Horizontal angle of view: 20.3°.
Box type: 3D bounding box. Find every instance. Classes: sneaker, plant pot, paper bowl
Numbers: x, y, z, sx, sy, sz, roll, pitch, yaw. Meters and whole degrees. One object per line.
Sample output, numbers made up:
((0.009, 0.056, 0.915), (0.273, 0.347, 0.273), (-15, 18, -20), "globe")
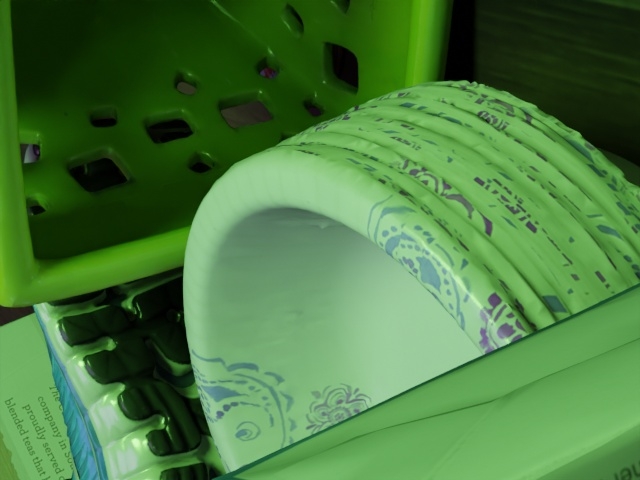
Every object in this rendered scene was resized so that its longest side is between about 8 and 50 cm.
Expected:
((-0.090, 0.085, 0.898), (0.147, 0.129, 0.330), (-35, 65, 59), "sneaker")
((-0.089, -0.137, 0.802), (0.207, 0.228, 0.227), (44, 141, 42), "plant pot")
((0.079, 0.072, 0.730), (0.284, 0.148, 0.284), (42, 146, 37), "paper bowl")

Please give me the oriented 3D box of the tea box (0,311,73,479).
((-0.133, 0.232, 1.310), (0.329, 0.220, 0.323), (62, 157, 15), "tea box")

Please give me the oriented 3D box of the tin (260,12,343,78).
((-0.047, -0.163, 0.974), (0.190, 0.040, 0.106), (63, 162, 11), "tin")

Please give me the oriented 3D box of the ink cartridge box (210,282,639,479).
((0.168, 0.201, 0.502), (0.396, 0.270, 0.151), (69, 160, -4), "ink cartridge box")
